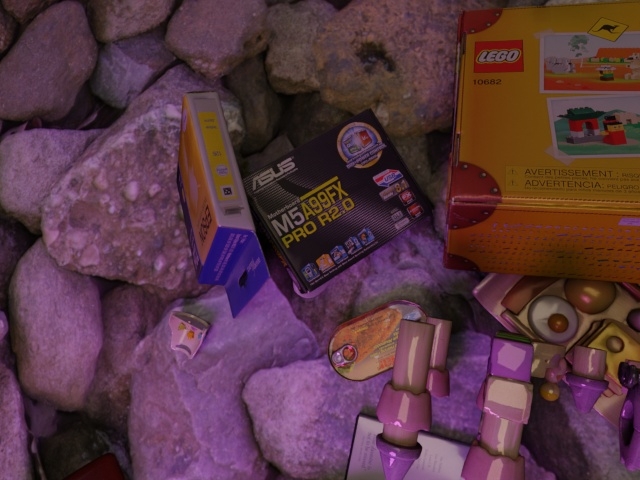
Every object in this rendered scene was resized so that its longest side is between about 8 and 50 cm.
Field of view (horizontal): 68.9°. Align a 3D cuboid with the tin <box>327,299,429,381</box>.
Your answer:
[{"bbox_3d":[0.104,0.175,0.816,0.189,0.040,0.106,-25,70,8],"label":"tin"}]

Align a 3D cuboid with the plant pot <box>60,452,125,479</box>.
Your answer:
[{"bbox_3d":[-0.476,0.572,0.782,0.267,0.236,0.267,-36,72,6],"label":"plant pot"}]

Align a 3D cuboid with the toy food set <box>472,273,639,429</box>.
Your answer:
[{"bbox_3d":[0.426,0.110,0.715,0.220,0.092,0.306,-45,71,2],"label":"toy food set"}]

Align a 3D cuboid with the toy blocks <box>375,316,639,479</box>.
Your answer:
[{"bbox_3d":[0.241,0.253,0.596,0.308,0.288,0.260,8,85,22],"label":"toy blocks"}]

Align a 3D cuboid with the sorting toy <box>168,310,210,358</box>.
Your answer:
[{"bbox_3d":[-0.257,0.186,0.906,0.083,0.045,0.075,23,93,17],"label":"sorting toy"}]

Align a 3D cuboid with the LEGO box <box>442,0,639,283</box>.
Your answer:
[{"bbox_3d":[0.438,-0.144,0.658,0.499,0.193,0.373,4,61,15],"label":"LEGO box"}]

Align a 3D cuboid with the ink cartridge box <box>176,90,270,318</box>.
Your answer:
[{"bbox_3d":[-0.187,-0.036,0.806,0.072,0.303,0.308,-8,72,-23],"label":"ink cartridge box"}]

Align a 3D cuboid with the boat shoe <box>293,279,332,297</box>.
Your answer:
[{"bbox_3d":[0.000,0.000,0.863,0.070,0.077,0.220,4,69,59],"label":"boat shoe"}]

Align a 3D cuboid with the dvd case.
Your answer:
[{"bbox_3d":[0.164,0.407,0.760,0.252,0.022,0.181,10,81,16],"label":"dvd case"}]

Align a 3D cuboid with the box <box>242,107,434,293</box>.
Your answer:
[{"bbox_3d":[0.026,-0.068,0.799,0.270,0.060,0.216,-31,90,-13],"label":"box"}]
